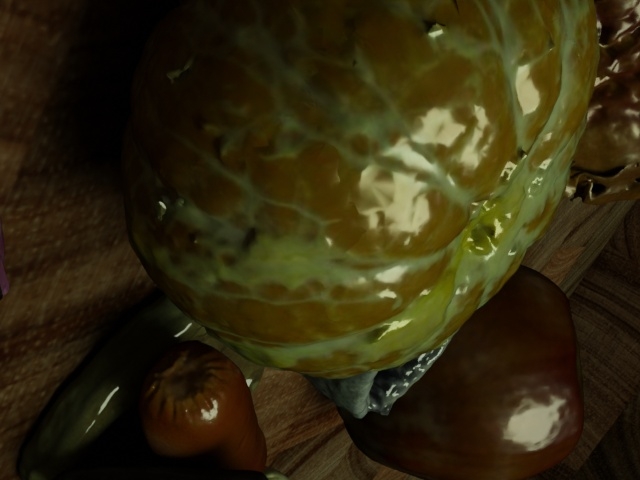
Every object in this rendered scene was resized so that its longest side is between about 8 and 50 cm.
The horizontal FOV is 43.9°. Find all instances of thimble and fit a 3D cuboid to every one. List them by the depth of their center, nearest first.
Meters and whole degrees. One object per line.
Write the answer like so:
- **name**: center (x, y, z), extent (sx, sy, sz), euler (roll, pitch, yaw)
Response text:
- **thimble**: center (0.060, 0.062, 0.875), extent (0.217, 0.157, 0.245), euler (-4, 126, -57)

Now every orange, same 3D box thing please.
- **orange**: center (0.024, -0.073, 0.513), extent (0.329, 0.249, 0.329), euler (-38, 144, -34)

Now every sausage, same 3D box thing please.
- **sausage**: center (-0.098, 0.180, 0.717), extent (0.300, 0.083, 0.089), euler (82, 31, -59)

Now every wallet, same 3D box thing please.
- **wallet**: center (-0.111, 0.246, 0.701), extent (0.229, 0.182, 0.049), euler (72, 18, -60)

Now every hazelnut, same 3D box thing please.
- **hazelnut**: center (0.205, 0.195, 1.148), extent (0.366, 0.366, 0.366), euler (-41, 153, -26)

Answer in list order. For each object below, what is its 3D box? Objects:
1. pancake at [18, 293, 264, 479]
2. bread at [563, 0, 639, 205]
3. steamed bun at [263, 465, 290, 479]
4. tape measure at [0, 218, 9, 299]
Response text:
- **pancake**: center (-0.148, 0.155, 0.755), extent (0.294, 0.049, 0.294), euler (-40, 152, -27)
- **bread**: center (0.263, -0.211, 0.667), extent (0.204, 0.337, 0.358), euler (-78, -178, -54)
- **steamed bun**: center (-0.084, 0.420, 1.047), extent (0.170, 0.239, 0.152), euler (-36, -169, -39)
- **tape measure**: center (-0.209, 0.004, 0.357), extent (0.125, 0.118, 0.074), euler (-18, 144, -26)
